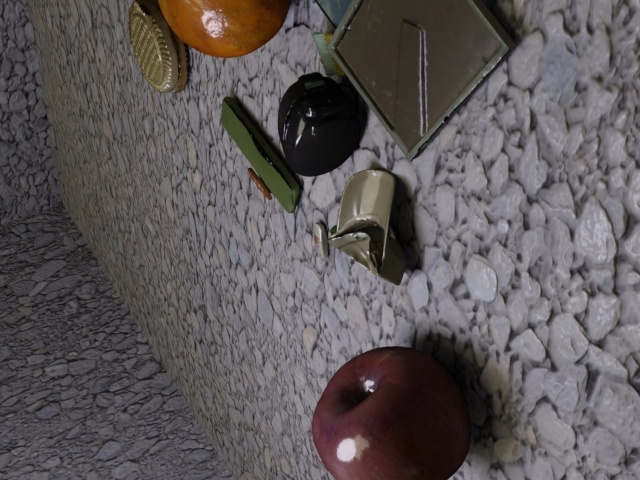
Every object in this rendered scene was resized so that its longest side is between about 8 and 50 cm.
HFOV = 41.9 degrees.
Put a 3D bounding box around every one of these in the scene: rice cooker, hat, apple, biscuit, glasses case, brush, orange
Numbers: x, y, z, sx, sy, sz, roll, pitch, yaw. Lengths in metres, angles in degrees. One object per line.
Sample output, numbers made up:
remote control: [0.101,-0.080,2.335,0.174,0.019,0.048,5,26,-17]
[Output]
rice cooker: [-0.006,-0.204,1.485,0.203,0.142,0.118,101,150,-51]
hat: [0.113,-0.026,1.502,0.166,0.144,0.173,36,96,48]
apple: [0.128,0.335,1.497,0.235,0.305,0.306,49,160,-19]
biscuit: [-0.138,-0.126,1.903,0.091,0.015,0.078,52,175,41]
glasses case: [0.000,0.000,1.764,0.032,0.021,0.083,32,137,48]
biscuit: [-0.135,-0.193,1.853,0.322,0.038,0.099,52,153,28]
brush: [0.058,-0.309,1.392,0.218,0.010,0.082,19,135,54]
orange: [-0.180,-0.470,1.501,0.284,0.226,0.283,47,150,39]
biscuit: [-0.409,-0.488,2.097,0.259,0.079,0.259,43,144,42]

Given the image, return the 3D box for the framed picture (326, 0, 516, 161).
framed picture: [0.133,-0.289,1.239,0.247,0.022,0.335,55,154,8]

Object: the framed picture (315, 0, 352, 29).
framed picture: [-0.002,-0.505,1.355,0.347,0.016,0.265,58,158,19]

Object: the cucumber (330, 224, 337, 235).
cucumber: [0.060,-0.007,1.628,0.168,0.039,0.039,24,131,57]
